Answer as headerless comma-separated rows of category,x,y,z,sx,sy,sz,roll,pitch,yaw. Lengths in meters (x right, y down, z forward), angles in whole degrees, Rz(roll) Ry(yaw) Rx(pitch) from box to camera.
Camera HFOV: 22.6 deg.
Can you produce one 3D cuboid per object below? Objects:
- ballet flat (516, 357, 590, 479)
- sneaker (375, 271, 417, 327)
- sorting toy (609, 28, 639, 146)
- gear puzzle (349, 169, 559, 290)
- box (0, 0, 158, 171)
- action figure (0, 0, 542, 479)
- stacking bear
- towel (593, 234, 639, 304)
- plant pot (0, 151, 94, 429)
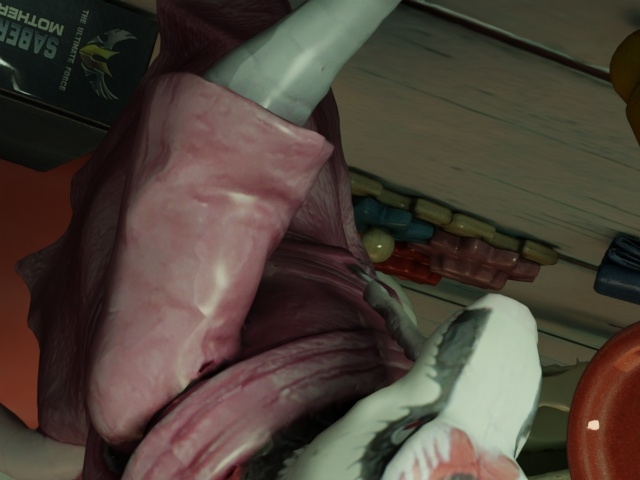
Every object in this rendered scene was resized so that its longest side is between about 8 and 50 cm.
ballet flat,0.142,0.142,1.280,0.409,0.147,0.147,-5,171,1
sneaker,0.009,0.053,1.346,0.152,0.114,0.305,-1,-178,-29
sorting toy,0.114,-0.050,0.382,0.126,0.127,0.365,45,179,18
gear puzzle,0.000,0.000,1.086,0.175,0.044,0.339,20,172,-24
box,-0.194,-0.093,0.773,0.183,0.059,0.233,18,173,-18
action figure,-0.034,0.037,0.466,0.248,0.276,0.370,62,179,-15
stacking bear,0.314,0.140,1.036,0.289,0.175,0.164,10,-154,-37
towel,0.213,0.028,0.891,0.119,0.029,0.067,15,172,7
plant pot,-0.253,0.024,1.100,0.243,0.274,0.275,8,175,-17
